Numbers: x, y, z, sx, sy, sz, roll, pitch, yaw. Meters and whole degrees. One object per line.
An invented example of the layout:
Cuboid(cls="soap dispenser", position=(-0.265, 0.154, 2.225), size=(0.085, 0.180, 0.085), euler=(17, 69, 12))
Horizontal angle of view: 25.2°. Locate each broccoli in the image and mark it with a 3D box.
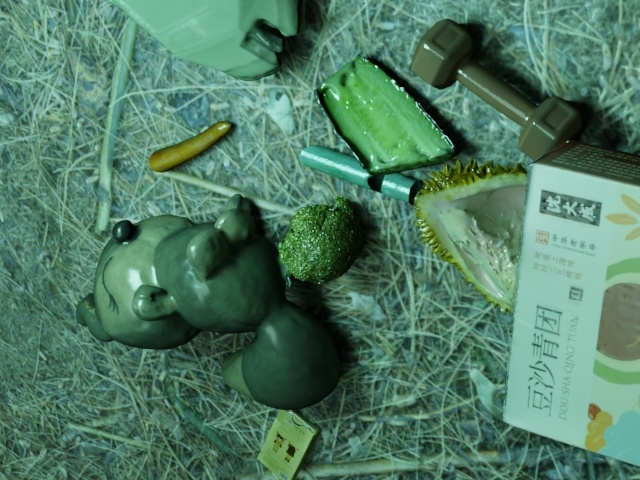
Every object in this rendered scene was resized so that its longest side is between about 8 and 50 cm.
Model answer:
Cuboid(cls="broccoli", position=(0.000, 0.000, 2.050), size=(0.120, 0.130, 0.131), euler=(47, 151, 47))

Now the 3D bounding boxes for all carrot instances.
Cuboid(cls="carrot", position=(-0.194, -0.145, 2.185), size=(0.190, 0.037, 0.037), euler=(-21, 100, 41))

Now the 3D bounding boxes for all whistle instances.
Cuboid(cls="whistle", position=(0.055, -0.095, 2.003), size=(0.186, 0.039, 0.039), euler=(22, 127, 29))

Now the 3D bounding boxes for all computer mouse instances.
Cuboid(cls="computer mouse", position=(-0.200, -0.399, 1.969), size=(0.429, 0.145, 0.228), euler=(38, 127, 0))

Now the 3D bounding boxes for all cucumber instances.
Cuboid(cls="cucumber", position=(0.083, -0.152, 1.920), size=(0.115, 0.086, 0.193), euler=(-41, 83, 1))

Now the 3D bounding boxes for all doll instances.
Cuboid(cls="doll", position=(-0.189, 0.122, 2.191), size=(0.382, 0.252, 0.379), euler=(-11, 107, 49))

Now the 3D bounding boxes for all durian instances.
Cuboid(cls="durian", position=(0.241, -0.016, 1.834), size=(0.249, 0.138, 0.183), euler=(43, 99, -6))

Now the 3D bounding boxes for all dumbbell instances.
Cuboid(cls="dumbbell", position=(0.219, -0.185, 1.785), size=(0.231, 0.092, 0.082), euler=(38, 160, 15))

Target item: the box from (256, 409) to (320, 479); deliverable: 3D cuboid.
Cuboid(cls="box", position=(-0.053, 0.334, 2.353), size=(0.073, 0.020, 0.149), euler=(40, 133, 16))

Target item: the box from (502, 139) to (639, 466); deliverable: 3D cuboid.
Cuboid(cls="box", position=(0.420, 0.096, 1.647), size=(0.385, 0.122, 0.345), euler=(16, 116, 29))
